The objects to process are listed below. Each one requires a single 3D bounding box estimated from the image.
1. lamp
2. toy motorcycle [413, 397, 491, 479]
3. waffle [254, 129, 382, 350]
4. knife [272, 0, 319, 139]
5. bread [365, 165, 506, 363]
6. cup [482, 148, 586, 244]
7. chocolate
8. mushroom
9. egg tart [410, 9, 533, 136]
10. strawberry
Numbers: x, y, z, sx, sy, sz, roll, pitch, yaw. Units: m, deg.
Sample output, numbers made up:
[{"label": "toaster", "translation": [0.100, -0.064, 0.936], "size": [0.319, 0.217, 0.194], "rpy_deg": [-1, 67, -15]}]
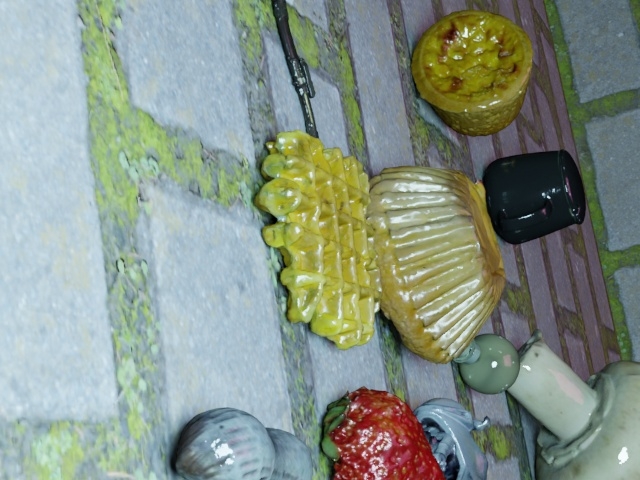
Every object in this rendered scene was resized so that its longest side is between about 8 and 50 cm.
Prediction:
[{"label": "lamp", "translation": [0.222, 0.167, 1.530], "size": [0.163, 0.091, 0.091], "rpy_deg": [30, 48, -39]}, {"label": "toy motorcycle", "translation": [0.165, 0.296, 1.273], "size": [0.270, 0.106, 0.159], "rpy_deg": [53, 37, -35]}, {"label": "waffle", "translation": [-0.001, 0.000, 1.115], "size": [0.219, 0.057, 0.229], "rpy_deg": [26, 54, -62]}, {"label": "knife", "translation": [-0.027, -0.206, 1.225], "size": [0.045, 0.021, 0.222], "rpy_deg": [1, 75, -70]}, {"label": "bread", "translation": [0.147, 0.021, 1.341], "size": [0.274, 0.149, 0.274], "rpy_deg": [54, 24, -38]}, {"label": "cup", "translation": [0.402, -0.075, 1.969], "size": [0.223, 0.176, 0.169], "rpy_deg": [-59, 134, -61]}, {"label": "chocolate", "translation": [-0.059, 0.178, 0.848], "size": [0.167, 0.072, 0.072], "rpy_deg": [39, 42, -56]}, {"label": "mushroom", "translation": [0.451, 0.312, 1.800], "size": [0.336, 0.314, 0.314], "rpy_deg": [41, 28, -3]}, {"label": "egg tart", "translation": [0.256, -0.264, 1.747], "size": [0.147, 0.202, 0.202], "rpy_deg": [66, 19, -62]}, {"label": "strawberry", "translation": [0.078, 0.228, 1.087], "size": [0.187, 0.082, 0.146], "rpy_deg": [46, 37, -26]}]
